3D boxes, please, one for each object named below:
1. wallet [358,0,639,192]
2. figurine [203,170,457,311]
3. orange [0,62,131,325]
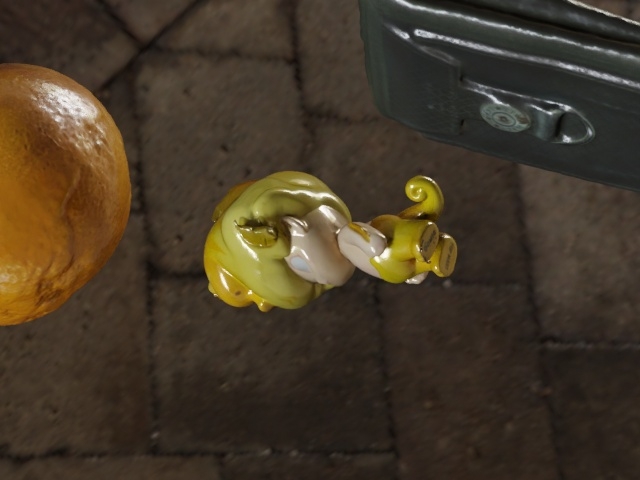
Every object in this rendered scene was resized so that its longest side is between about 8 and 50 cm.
[{"bbox_3d":[0.142,-0.090,1.115,0.245,0.168,0.052,19,63,13],"label":"wallet"},{"bbox_3d":[0.000,0.000,1.597,0.156,0.246,0.131,38,60,-53],"label":"figurine"},{"bbox_3d":[-0.312,-0.049,1.796,0.261,0.261,0.261,8,69,-21],"label":"orange"}]
